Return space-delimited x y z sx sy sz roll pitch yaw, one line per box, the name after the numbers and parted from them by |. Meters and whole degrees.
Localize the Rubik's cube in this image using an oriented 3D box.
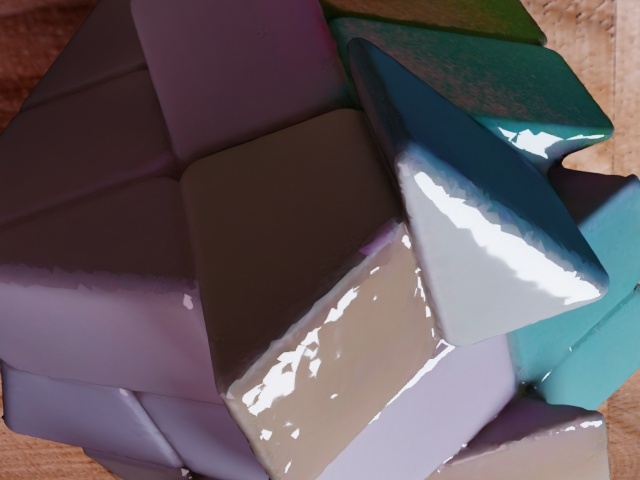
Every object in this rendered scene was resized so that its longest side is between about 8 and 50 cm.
0.000 0.000 0.562 0.368 0.387 0.358 6 143 23 | Rubik's cube
